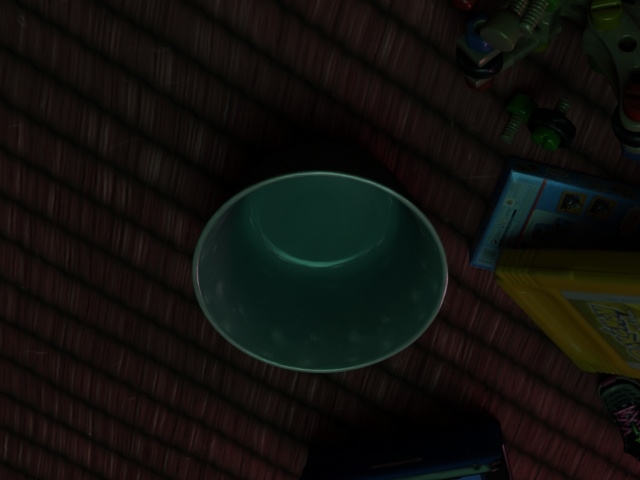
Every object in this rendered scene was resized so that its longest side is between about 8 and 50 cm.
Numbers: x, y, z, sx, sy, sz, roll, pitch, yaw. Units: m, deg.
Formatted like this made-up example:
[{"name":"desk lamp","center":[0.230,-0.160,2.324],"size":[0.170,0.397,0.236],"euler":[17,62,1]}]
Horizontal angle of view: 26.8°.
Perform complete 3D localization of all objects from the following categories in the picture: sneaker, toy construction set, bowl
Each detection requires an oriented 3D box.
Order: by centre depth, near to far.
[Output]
[{"name":"toy construction set","center":[0.287,-0.262,1.483],"size":[0.309,0.257,0.237],"euler":[44,72,-44]},{"name":"bowl","center":[0.000,0.000,1.684],"size":[0.311,0.163,0.311],"euler":[0,126,0]},{"name":"sneaker","center":[0.454,0.265,1.932],"size":[0.063,0.075,0.170],"euler":[-24,123,17]}]

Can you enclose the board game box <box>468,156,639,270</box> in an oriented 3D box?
[{"name":"board game box","center":[0.319,-0.014,1.748],"size":[0.211,0.039,0.160],"euler":[13,126,-8]}]

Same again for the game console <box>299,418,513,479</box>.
[{"name":"game console","center":[0.135,0.374,1.964],"size":[0.293,0.250,0.173],"euler":[-12,99,8]}]

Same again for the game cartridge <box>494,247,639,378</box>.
[{"name":"game cartridge","center":[0.409,0.103,1.695],"size":[0.324,0.052,0.285],"euler":[0,148,43]}]
